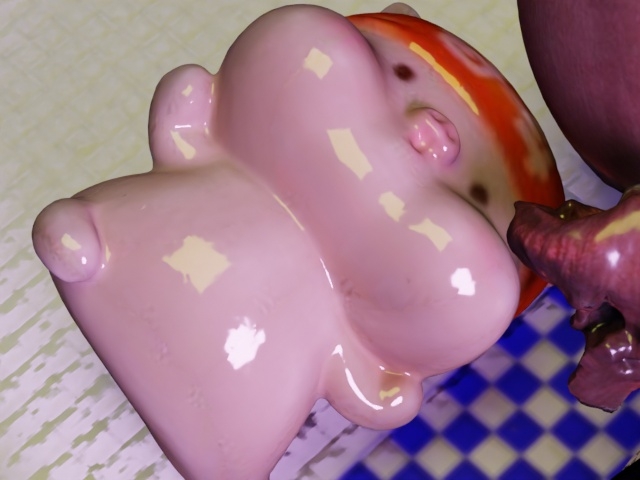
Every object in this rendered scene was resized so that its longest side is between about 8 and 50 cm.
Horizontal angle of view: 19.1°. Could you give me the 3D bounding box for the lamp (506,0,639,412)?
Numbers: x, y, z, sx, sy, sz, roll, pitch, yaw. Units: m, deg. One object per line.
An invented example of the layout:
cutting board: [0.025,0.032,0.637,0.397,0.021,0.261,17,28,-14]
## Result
lamp: [0.150,-0.068,0.717,0.151,0.215,0.223,-19,87,32]

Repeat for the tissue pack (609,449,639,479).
tissue pack: [0.218,0.186,0.622,0.245,0.123,0.332,-37,60,-12]

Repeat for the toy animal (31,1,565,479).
toy animal: [0.000,0.000,0.756,0.198,0.171,0.171,-36,60,-10]
